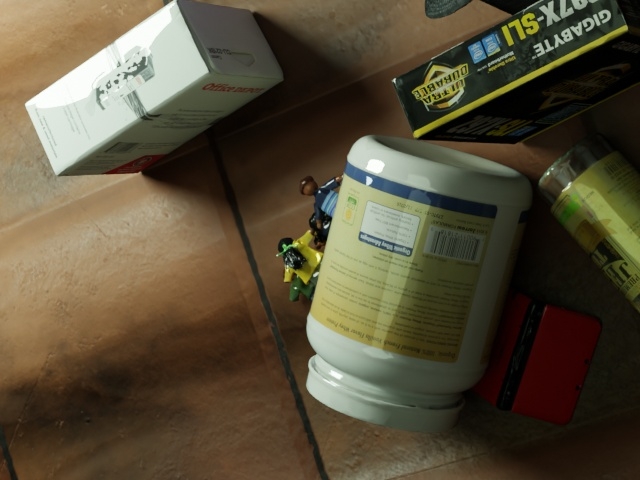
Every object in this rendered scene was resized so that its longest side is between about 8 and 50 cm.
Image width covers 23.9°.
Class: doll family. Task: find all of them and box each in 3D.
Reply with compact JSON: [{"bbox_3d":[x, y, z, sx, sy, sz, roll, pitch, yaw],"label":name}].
[{"bbox_3d":[0.000,0.000,1.957,0.111,0.076,0.193,36,103,24],"label":"doll family"}]

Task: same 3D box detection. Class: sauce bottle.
[{"bbox_3d":[0.394,0.033,1.737,0.111,0.111,0.344,-46,73,22],"label":"sauce bottle"}]

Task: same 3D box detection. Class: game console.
[{"bbox_3d":[0.260,0.138,1.866,0.124,0.085,0.144,32,109,54],"label":"game console"}]

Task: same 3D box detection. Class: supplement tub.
[{"bbox_3d":[0.111,0.050,1.814,0.228,0.228,0.316,19,101,24],"label":"supplement tub"}]

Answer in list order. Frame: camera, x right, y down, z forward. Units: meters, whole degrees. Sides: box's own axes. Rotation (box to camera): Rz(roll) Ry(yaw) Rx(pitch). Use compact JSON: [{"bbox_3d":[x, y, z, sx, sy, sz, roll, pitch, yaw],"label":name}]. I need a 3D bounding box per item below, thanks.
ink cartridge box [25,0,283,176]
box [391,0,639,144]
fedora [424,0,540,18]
[{"bbox_3d":[-0.214,-0.196,1.976,0.273,0.197,0.114,-29,81,25],"label":"ink cartridge box"},{"bbox_3d":[0.258,-0.193,1.672,0.257,0.322,0.079,-24,82,25],"label":"box"},{"bbox_3d":[0.260,-0.340,1.707,0.152,0.334,0.334,34,111,-13],"label":"fedora"}]
